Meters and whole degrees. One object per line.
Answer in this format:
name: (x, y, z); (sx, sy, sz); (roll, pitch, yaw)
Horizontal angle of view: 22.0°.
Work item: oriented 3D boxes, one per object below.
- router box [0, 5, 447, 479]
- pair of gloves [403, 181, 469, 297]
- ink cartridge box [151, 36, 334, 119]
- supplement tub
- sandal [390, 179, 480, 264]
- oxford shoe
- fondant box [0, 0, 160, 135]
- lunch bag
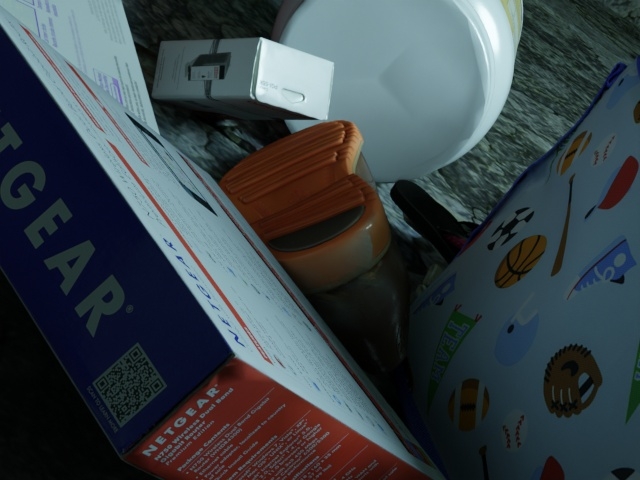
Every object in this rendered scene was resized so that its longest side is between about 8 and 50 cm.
router box: (-0.092, 0.027, 1.019); (0.335, 0.082, 0.301); (51, 6, 34)
pair of gloves: (0.155, 0.061, 1.511); (0.204, 0.042, 0.240); (32, 26, -24)
ink cartridge box: (-0.069, -0.144, 1.480); (0.135, 0.056, 0.099); (5, -6, 43)
supplement tub: (0.080, -0.202, 1.669); (0.241, 0.241, 0.331); (35, 21, -4)
sandal: (0.136, 0.004, 1.468); (0.179, 0.040, 0.067); (47, 23, 9)
oxford shoe: (0.000, 0.000, 1.346); (0.364, 0.130, 0.133); (-102, 167, -69)
fondant box: (-0.295, -0.166, 1.221); (0.330, 0.096, 0.238); (25, 24, -29)
lunch bag: (0.234, 0.078, 1.189); (0.239, 0.328, 0.385); (23, 26, -36)
